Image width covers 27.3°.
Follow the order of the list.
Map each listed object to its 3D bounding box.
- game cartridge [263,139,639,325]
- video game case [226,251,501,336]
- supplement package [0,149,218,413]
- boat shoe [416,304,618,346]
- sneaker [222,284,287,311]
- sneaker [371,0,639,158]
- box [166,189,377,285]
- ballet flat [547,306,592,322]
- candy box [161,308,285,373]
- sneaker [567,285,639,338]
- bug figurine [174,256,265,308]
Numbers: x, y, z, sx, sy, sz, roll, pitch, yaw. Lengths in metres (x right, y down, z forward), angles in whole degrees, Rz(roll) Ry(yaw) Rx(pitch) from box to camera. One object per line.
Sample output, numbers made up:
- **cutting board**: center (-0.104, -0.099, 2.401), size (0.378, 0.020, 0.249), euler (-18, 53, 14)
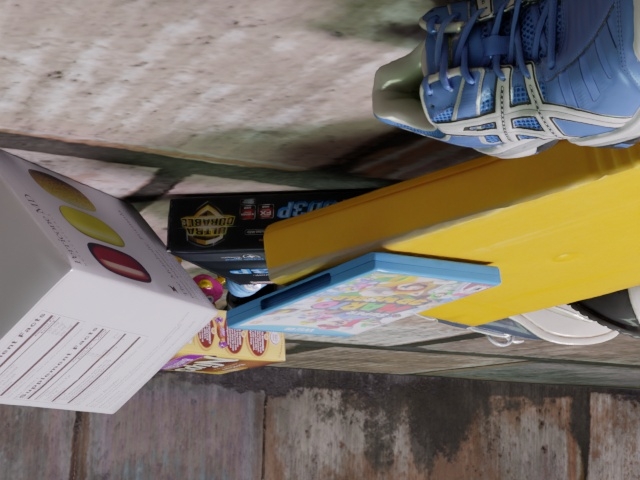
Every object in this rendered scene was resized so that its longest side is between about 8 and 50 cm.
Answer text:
- **game cartridge**: center (0.171, -0.011, 0.931), size (0.324, 0.052, 0.285), euler (-19, 160, 33)
- **video game case**: center (0.028, 0.041, 0.935), size (0.119, 0.015, 0.166), euler (7, 160, -39)
- **supplement package**: center (-0.211, 0.038, 1.025), size (0.134, 0.139, 0.244), euler (-44, 160, 8)
- **boat shoe**: center (0.181, 0.057, 1.324), size (0.254, 0.095, 0.079), euler (6, 168, -16)
- **sneaker**: center (-0.075, 0.073, 1.542), size (0.106, 0.078, 0.234), euler (11, 163, -31)
- **sneaker**: center (0.090, -0.077, 0.594), size (0.081, 0.080, 0.211), euler (2, 170, -18)
- **box**: center (0.000, 0.000, 1.149), size (0.220, 0.051, 0.175), euler (-2, 169, 17)
- **ballet flat**: center (0.271, 0.040, 1.248), size (0.221, 0.079, 0.077), euler (1, 170, 3)
- **candy box**: center (-0.139, 0.103, 1.362), size (0.187, 0.053, 0.109), euler (9, 162, -44)
- **sneaker**: center (0.333, 0.022, 1.094), size (0.330, 0.146, 0.122), euler (21, -152, 30)
- **bug figurine**: center (-0.177, 0.038, 1.355), size (0.279, 0.072, 0.216), euler (3, 171, -9)
